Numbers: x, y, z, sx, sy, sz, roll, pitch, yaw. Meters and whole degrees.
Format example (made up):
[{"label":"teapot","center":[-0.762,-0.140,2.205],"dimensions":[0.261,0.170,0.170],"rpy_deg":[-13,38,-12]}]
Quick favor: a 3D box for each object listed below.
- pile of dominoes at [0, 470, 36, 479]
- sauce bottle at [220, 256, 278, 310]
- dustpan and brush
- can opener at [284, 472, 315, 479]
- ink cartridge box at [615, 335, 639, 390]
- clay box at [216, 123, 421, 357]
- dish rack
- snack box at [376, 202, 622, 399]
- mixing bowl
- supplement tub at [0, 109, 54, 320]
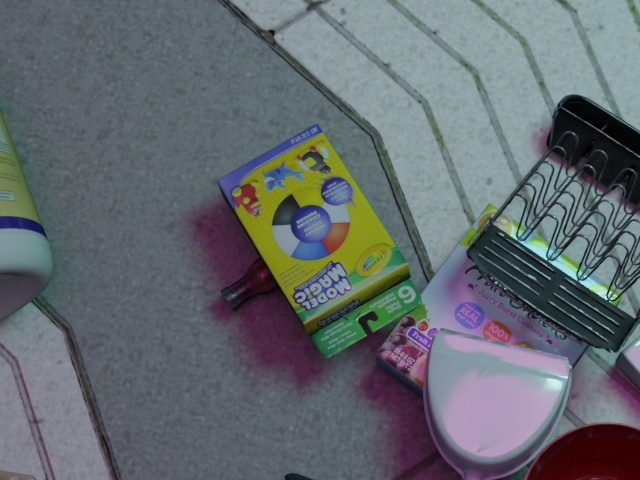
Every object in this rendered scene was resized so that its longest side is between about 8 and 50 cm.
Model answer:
[{"label":"pile of dominoes","center":[-0.438,0.318,1.736],"dimensions":[0.251,0.040,0.196],"rpy_deg":[8,75,5]},{"label":"sauce bottle","center":[-0.049,0.029,1.800],"dimensions":[0.128,0.042,0.042],"rpy_deg":[-32,76,-8]},{"label":"dustpan and brush","center":[0.159,0.208,1.677],"dimensions":[0.147,0.060,0.211],"rpy_deg":[13,75,10]},{"label":"can opener","center":[0.040,0.291,1.720],"dimensions":[0.186,0.073,0.059],"rpy_deg":[30,86,19]},{"label":"ink cartridge box","center":[0.478,0.191,1.728],"dimensions":[0.165,0.065,0.333],"rpy_deg":[-39,76,-8]},{"label":"clay box","center":[0.000,0.000,1.755],"dimensions":[0.127,0.053,0.222],"rpy_deg":[-31,67,-5]},{"label":"dish rack","center":[0.281,-0.014,1.733],"dimensions":[0.208,0.074,0.271],"rpy_deg":[33,47,10]},{"label":"snack box","center":[0.186,0.094,1.761],"dimensions":[0.174,0.070,0.207],"rpy_deg":[35,78,10]},{"label":"mixing bowl","center":[0.287,0.280,1.692],"dimensions":[0.181,0.098,0.181],"rpy_deg":[-1,76,2]},{"label":"supplement tub","center":[-0.437,-0.074,1.740],"dimensions":[0.241,0.241,0.331],"rpy_deg":[-21,75,-4]}]
